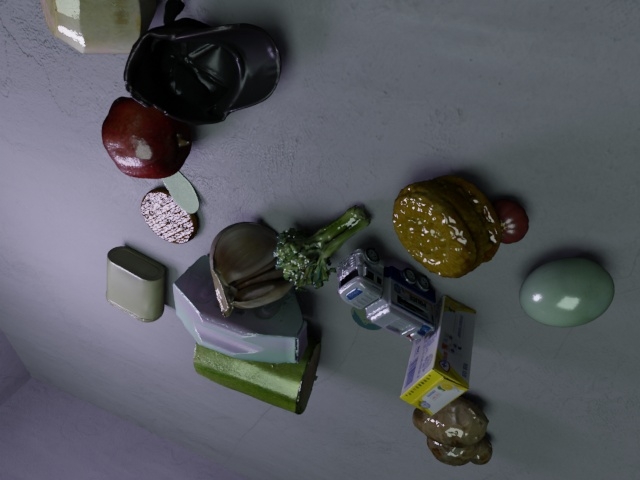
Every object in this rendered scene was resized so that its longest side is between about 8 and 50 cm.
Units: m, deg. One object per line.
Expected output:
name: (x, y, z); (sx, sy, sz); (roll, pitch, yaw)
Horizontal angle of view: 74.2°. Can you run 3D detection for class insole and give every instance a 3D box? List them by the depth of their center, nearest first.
insole: (-0.446, -0.181, 1.279); (0.080, 0.003, 0.232); (-32, 105, 14)

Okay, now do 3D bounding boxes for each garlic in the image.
garlic: (-0.201, 0.075, 1.235); (0.237, 0.291, 0.210); (36, 147, 31)

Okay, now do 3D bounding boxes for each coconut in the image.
coconut: (-0.476, -0.526, 0.920); (0.240, 0.241, 0.241); (13, 129, 17)

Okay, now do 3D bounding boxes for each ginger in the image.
ginger: (0.443, 0.637, 1.398); (0.244, 0.155, 0.304); (-11, 127, 25)

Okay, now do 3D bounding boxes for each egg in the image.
egg: (0.540, 0.116, 0.938); (0.149, 0.149, 0.192); (46, 130, -12)

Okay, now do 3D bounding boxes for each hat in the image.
hat: (-0.249, -0.411, 0.948); (0.335, 0.209, 0.238); (-13, 141, 13)

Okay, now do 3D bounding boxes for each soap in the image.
soap: (-0.243, 0.225, 1.335); (0.445, 0.261, 0.156); (18, 128, 14)

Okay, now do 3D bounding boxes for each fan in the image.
fan: (0.142, 0.214, 1.307); (0.113, 0.005, 0.176); (2, 126, 26)

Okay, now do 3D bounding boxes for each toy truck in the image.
toy truck: (0.170, 0.143, 1.101); (0.267, 0.156, 0.124); (28, 135, -22)

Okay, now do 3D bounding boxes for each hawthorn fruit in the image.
hawthorn fruit: (-0.438, -0.264, 1.111); (0.249, 0.215, 0.216); (4, 126, 18)

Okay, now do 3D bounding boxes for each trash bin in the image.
trash bin: (-0.708, 0.171, 1.623); (0.243, 0.121, 0.248); (28, 130, 6)

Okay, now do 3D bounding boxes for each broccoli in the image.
broccoli: (-0.017, 0.001, 1.109); (0.275, 0.198, 0.177); (-48, 51, 35)

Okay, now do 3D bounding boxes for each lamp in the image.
lamp: (0.405, -0.041, 0.925); (0.101, 0.090, 0.101); (51, 156, 32)

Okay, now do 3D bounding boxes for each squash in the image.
squash: (-0.199, 0.402, 1.450); (0.383, 0.263, 0.263); (16, 130, 14)

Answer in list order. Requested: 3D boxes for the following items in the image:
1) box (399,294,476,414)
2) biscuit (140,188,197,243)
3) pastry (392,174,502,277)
box: (0.313, 0.296, 1.112); (0.097, 0.265, 0.168); (29, 130, 1)
biscuit: (-0.491, -0.079, 1.377); (0.211, 0.036, 0.212); (12, 128, 15)
pastry: (0.262, -0.025, 0.941); (0.240, 0.132, 0.235); (55, 152, 13)
